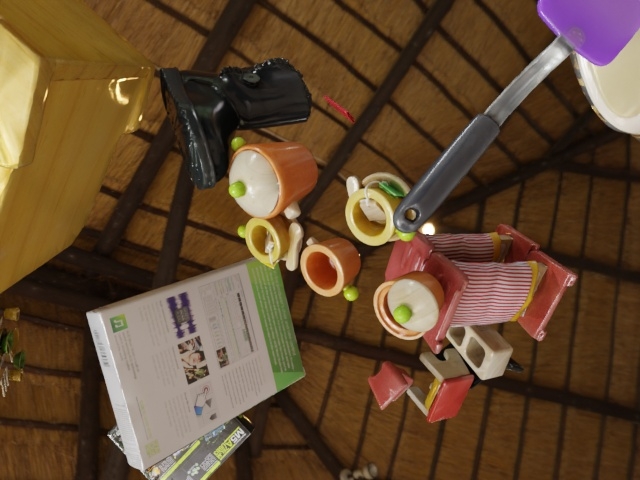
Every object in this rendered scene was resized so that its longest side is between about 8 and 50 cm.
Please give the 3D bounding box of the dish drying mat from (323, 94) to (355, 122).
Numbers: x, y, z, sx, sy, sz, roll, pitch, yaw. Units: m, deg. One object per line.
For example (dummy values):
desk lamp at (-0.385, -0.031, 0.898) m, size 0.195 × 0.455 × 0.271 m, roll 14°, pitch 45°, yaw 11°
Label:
dish drying mat at (0.035, -0.247, 0.963) m, size 0.008 × 0.083 × 0.032 m, roll -46°, pitch -42°, yaw 6°

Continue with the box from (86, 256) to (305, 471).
box at (-0.175, 0.171, 0.817) m, size 0.321 × 0.058 × 0.233 m, roll -18°, pitch -82°, yaw -43°

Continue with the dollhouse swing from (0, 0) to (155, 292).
dollhouse swing at (-0.410, -0.162, 0.641) m, size 0.315 × 0.347 × 0.305 m, roll 40°, pitch -76°, yaw -12°

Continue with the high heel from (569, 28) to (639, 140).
high heel at (0.329, -0.177, 0.552) m, size 0.261 × 0.093 × 0.186 m, roll 41°, pitch -151°, yaw -11°

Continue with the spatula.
spatula at (0.164, -0.121, 0.442) m, size 0.084 × 0.030 × 0.296 m, roll 38°, pitch -77°, yaw -5°

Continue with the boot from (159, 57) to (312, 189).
boot at (-0.104, -0.181, 0.733) m, size 0.207 × 0.247 × 0.094 m, roll -12°, pitch -43°, yaw -20°

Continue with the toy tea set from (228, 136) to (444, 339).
toy tea set at (0.000, 0.000, 0.635) m, size 0.124 × 0.335 × 0.200 m, roll -27°, pitch -48°, yaw -45°

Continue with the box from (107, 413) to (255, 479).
box at (-0.245, 0.335, 0.909) m, size 0.184 × 0.045 × 0.191 m, roll 43°, pitch -88°, yaw 4°

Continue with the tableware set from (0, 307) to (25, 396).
tableware set at (-0.530, 0.185, 0.893) m, size 0.024 × 0.104 × 0.154 m, roll 3°, pitch -60°, yaw -16°

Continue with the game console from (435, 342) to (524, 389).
game console at (0.300, 0.233, 0.980) m, size 0.107 × 0.122 × 0.071 m, roll 19°, pitch -79°, yaw -24°

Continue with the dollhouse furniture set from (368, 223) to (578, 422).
dollhouse furniture set at (0.195, 0.163, 0.789) m, size 0.201 × 0.152 × 0.374 m, roll -3°, pitch -57°, yaw -24°
